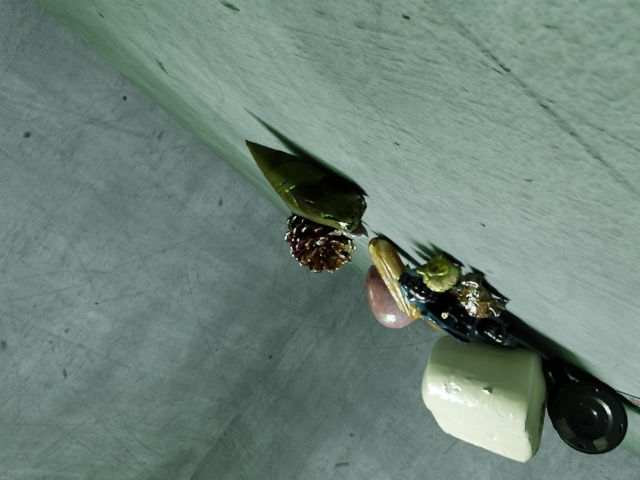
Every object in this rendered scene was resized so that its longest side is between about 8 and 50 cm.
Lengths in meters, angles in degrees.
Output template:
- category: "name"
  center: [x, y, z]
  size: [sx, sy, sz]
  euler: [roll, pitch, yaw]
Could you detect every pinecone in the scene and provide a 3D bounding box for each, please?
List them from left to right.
- category: "pinecone"
  center: [-0.003, 0.005, 2.066]
  size: [0.298, 0.242, 0.296]
  euler: [45, 174, -31]

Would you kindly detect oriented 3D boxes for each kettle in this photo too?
- category: "kettle"
  center: [0.804, 0.531, 1.644]
  size: [0.262, 0.203, 0.308]
  euler: [33, 180, 21]

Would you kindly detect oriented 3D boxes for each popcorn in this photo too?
- category: "popcorn"
  center: [0.316, 0.086, 1.355]
  size: [0.109, 0.096, 0.089]
  euler: [15, 167, 37]

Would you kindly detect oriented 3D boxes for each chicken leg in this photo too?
- category: "chicken leg"
  center: [0.411, 0.136, 1.351]
  size: [0.125, 0.080, 0.196]
  euler: [14, 153, 52]

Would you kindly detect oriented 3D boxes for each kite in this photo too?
- category: "kite"
  center: [0.944, 0.502, 1.465]
  size: [0.335, 0.011, 0.314]
  euler: [39, 176, -39]

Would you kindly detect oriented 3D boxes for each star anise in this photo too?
- category: "star anise"
  center: [0.074, -0.070, 1.749]
  size: [0.212, 0.073, 0.197]
  euler: [35, -179, -23]

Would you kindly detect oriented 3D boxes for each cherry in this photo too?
- category: "cherry"
  center: [0.303, 0.222, 2.087]
  size: [0.307, 0.221, 0.261]
  euler: [59, -154, 5]

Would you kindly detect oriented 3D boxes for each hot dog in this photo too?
- category: "hot dog"
  center: [0.276, 0.131, 1.783]
  size: [0.337, 0.100, 0.135]
  euler: [60, 172, -13]

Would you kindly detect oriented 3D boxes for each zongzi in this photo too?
- category: "zongzi"
  center: [-0.047, -0.157, 1.348]
  size: [0.300, 0.138, 0.286]
  euler: [41, 171, -35]

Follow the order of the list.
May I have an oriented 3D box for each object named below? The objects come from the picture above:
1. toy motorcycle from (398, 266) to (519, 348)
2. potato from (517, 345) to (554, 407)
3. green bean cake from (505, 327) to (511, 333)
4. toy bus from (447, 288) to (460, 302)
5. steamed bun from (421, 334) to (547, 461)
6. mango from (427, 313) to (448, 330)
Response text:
- category: "toy motorcycle"
  center: [0.400, 0.191, 1.550]
  size: [0.416, 0.172, 0.232]
  euler: [28, -176, -10]
- category: "potato"
  center: [0.750, 0.506, 1.928]
  size: [0.307, 0.173, 0.210]
  euler: [38, -146, 30]
- category: "green bean cake"
  center: [0.542, 0.290, 1.788]
  size: [0.198, 0.097, 0.233]
  euler: [31, 173, 46]
- category: "toy bus"
  center: [0.426, 0.197, 1.751]
  size: [0.083, 0.088, 0.194]
  euler: [38, 176, -11]
- category: "steamed bun"
  center: [0.538, 0.482, 1.671]
  size: [0.371, 0.290, 0.455]
  euler: [10, 142, 30]
- category: "mango"
  center: [0.474, 0.268, 1.953]
  size: [0.156, 0.151, 0.248]
  euler: [0, 163, 2]
